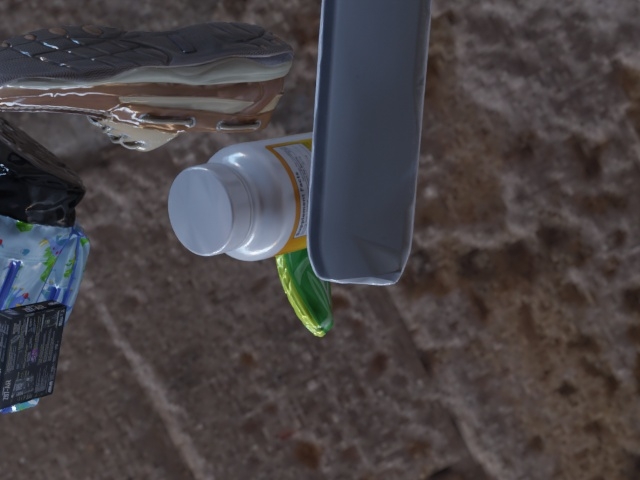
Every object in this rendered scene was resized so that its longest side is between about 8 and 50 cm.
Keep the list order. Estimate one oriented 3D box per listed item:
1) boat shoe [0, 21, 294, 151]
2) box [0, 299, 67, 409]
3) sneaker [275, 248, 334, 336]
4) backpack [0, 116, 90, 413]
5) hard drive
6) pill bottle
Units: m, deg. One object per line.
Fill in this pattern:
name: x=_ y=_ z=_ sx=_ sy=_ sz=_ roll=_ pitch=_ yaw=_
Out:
boat shoe: x=-0.179 y=-0.142 z=1.274 sx=0.123 sy=0.324 sz=0.116 roll=-129 pitch=40 yaw=-52
box: x=-0.248 y=0.096 z=1.085 sx=0.067 sy=0.018 sz=0.083 roll=-13 pitch=-62 yaw=-57
sneaker: x=0.000 y=0.000 z=1.900 sx=0.109 sy=0.123 sz=0.295 roll=62 pitch=-159 yaw=-54
backpack: x=-0.409 y=0.045 z=1.497 sx=0.273 sy=0.355 sz=0.290 roll=24 pitch=-173 yaw=-46
hard drive: x=0.029 y=-0.128 z=0.688 sx=0.353 sy=0.047 sz=0.233 roll=-81 pitch=-5 yaw=-79
pill bottle: x=-0.056 y=-0.051 z=1.508 sx=0.245 sy=0.136 sz=0.136 roll=-14 pitch=-106 yaw=-50
